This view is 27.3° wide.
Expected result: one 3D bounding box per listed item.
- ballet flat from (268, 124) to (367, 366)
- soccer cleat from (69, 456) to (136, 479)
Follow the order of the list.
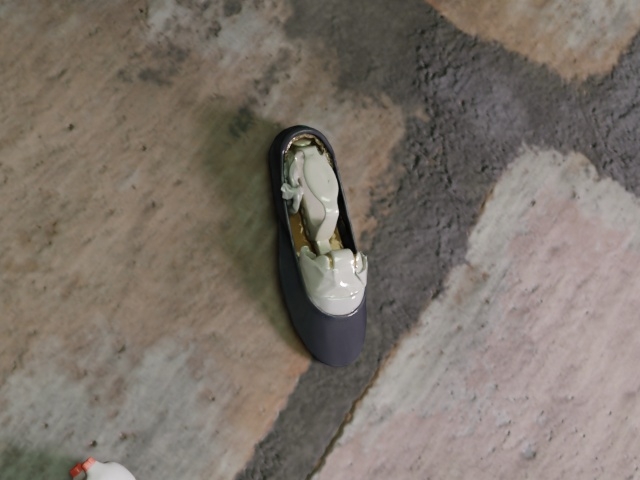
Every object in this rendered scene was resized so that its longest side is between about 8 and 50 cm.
[{"bbox_3d":[0.000,0.000,1.066,0.074,0.074,0.203,-7,79,-20],"label":"ballet flat"},{"bbox_3d":[-0.198,0.242,0.942,0.076,0.068,0.196,46,64,-6],"label":"soccer cleat"}]
